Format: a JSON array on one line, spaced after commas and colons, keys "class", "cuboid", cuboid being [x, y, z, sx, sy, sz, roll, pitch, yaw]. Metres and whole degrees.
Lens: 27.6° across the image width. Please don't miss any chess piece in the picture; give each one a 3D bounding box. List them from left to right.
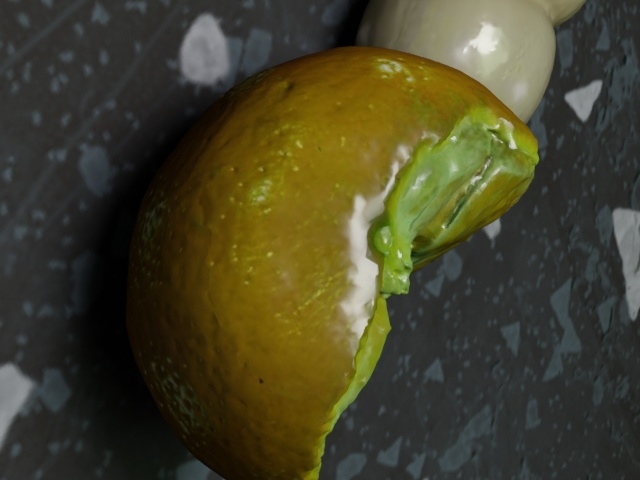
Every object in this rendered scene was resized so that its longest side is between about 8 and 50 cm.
[{"class": "chess piece", "cuboid": [0.115, -0.195, 0.775, 0.167, 0.167, 0.299, 29, 78, -46]}]

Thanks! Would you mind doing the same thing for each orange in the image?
[{"class": "orange", "cuboid": [-0.006, -0.002, 0.646, 0.158, 0.179, 0.237, 39, 72, -8]}]
